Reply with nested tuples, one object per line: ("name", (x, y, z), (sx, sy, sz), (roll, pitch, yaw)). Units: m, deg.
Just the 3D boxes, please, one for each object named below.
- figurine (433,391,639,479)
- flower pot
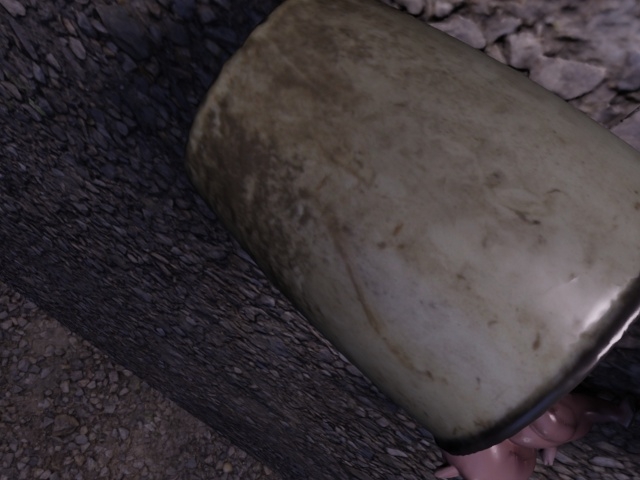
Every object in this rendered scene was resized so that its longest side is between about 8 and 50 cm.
("figurine", (0.284, 0.248, 0.832), (0.287, 0.176, 0.186), (-47, 54, 43))
("flower pot", (0.076, -0.040, 0.502), (0.330, 0.293, 0.293), (41, 149, 5))
